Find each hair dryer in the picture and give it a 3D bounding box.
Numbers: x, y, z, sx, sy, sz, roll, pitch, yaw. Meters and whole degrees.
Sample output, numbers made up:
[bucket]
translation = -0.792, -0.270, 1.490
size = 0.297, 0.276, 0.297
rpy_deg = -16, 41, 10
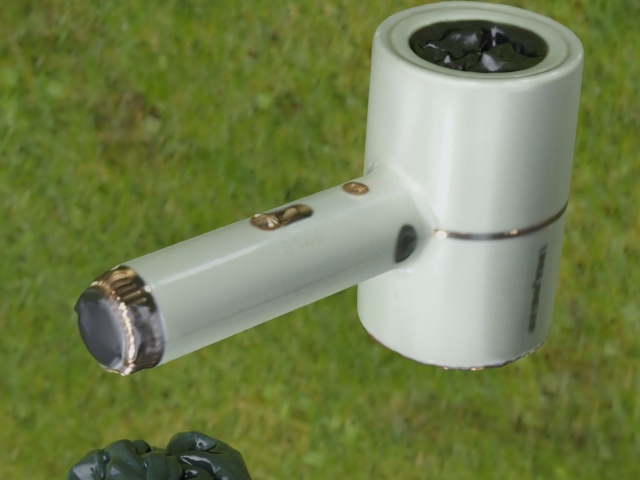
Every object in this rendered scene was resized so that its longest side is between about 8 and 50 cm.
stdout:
[hair dryer]
translation = 0.000, 0.000, 1.121
size = 0.128, 0.362, 0.203
rpy_deg = 31, 129, 40

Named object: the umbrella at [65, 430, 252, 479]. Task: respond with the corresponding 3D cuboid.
[umbrella]
translation = -0.115, 0.185, 1.314
size = 0.143, 0.349, 0.094
rpy_deg = -2, 97, -6
